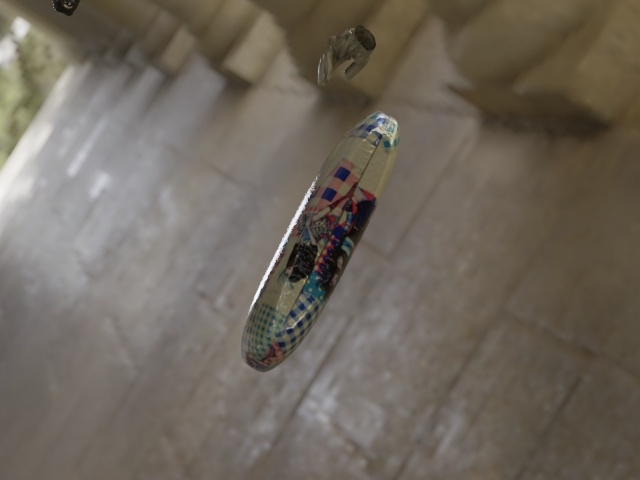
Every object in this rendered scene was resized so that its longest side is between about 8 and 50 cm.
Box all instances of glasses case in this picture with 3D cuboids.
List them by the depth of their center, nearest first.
[{"bbox_3d":[0.000,0.000,2.207,0.327,0.076,0.125,-62,5,-18],"label":"glasses case"}]

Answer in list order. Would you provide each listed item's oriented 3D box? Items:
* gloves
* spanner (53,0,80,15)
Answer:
[{"bbox_3d":[0.025,-0.160,1.696,0.081,0.044,0.037,-41,35,28],"label":"gloves"},{"bbox_3d":[-0.182,-0.286,1.697,0.012,0.046,0.209,10,71,38],"label":"spanner"}]
